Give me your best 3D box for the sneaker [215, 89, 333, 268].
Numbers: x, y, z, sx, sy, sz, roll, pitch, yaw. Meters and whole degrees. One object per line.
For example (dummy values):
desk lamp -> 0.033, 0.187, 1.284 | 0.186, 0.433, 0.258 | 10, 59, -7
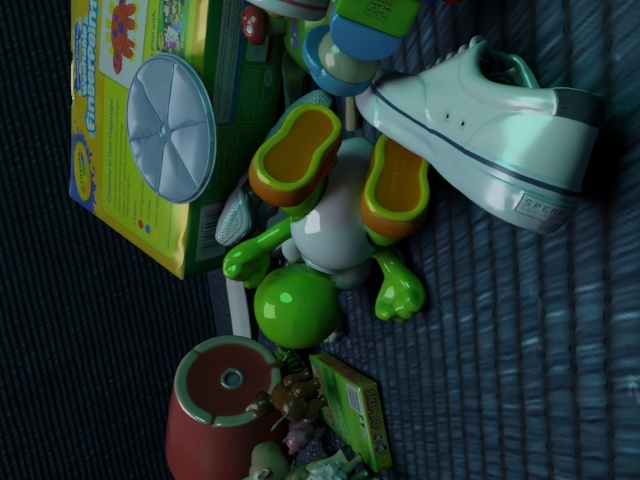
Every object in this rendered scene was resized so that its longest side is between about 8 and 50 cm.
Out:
sneaker -> -0.029, -0.077, 0.820 | 0.269, 0.153, 0.101 | -53, 20, 21

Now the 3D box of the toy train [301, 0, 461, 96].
toy train -> 0.048, -0.242, 0.440 | 0.143, 0.105, 0.248 | 126, 157, -59

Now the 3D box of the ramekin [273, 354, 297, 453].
ramekin -> -0.158, 0.445, 1.488 | 0.273, 0.127, 0.273 | 169, 90, -73

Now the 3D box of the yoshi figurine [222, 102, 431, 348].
yoshi figurine -> -0.001, 0.026, 0.636 | 0.204, 0.202, 0.362 | 63, 165, 18

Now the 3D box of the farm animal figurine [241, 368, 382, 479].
farm animal figurine -> -0.027, 0.395, 0.901 | 0.327, 0.172, 0.330 | 46, 156, 49

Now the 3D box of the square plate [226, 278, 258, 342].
square plate -> -0.185, 0.095, 1.353 | 0.347, 0.049, 0.344 | -100, 7, -59

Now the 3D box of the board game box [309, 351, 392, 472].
board game box -> 0.039, 0.260, 0.905 | 0.259, 0.039, 0.124 | 178, 81, -70

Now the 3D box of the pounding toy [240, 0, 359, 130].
pounding toy -> -0.028, -0.264, 0.679 | 0.183, 0.110, 0.237 | 101, 153, -50

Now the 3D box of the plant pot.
plant pot -> -0.175, 0.334, 1.103 | 0.243, 0.274, 0.275 | 97, 155, -43

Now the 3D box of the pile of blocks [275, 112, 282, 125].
pile of blocks -> -0.119, -0.244, 1.035 | 0.112, 0.149, 0.362 | -26, 82, 28

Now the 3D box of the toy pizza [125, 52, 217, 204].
toy pizza -> -0.199, -0.150, 0.770 | 0.201, 0.032, 0.201 | 14, 111, 39

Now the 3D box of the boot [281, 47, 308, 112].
boot -> -0.038, -0.235, 0.851 | 0.087, 0.042, 0.119 | 112, 161, -82

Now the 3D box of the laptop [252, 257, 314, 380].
laptop -> -0.047, 0.115, 1.132 | 0.264, 0.136, 0.234 | 59, 174, -28

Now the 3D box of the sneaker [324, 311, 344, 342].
sneaker -> 0.003, 0.107, 0.921 | 0.135, 0.052, 0.058 | 42, 130, 52

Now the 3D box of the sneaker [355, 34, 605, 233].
sneaker -> 0.108, -0.100, 0.416 | 0.091, 0.094, 0.258 | -66, 31, 20

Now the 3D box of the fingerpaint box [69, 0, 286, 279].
fingerpaint box -> -0.251, -0.223, 0.932 | 0.371, 0.163, 0.445 | 28, 119, 34

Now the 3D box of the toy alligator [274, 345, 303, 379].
toy alligator -> -0.068, 0.265, 1.229 | 0.051, 0.056, 0.190 | -39, 54, 25

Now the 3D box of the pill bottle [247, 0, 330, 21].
pill bottle -> -0.014, -0.281, 0.484 | 0.087, 0.087, 0.160 | 59, 137, 48
